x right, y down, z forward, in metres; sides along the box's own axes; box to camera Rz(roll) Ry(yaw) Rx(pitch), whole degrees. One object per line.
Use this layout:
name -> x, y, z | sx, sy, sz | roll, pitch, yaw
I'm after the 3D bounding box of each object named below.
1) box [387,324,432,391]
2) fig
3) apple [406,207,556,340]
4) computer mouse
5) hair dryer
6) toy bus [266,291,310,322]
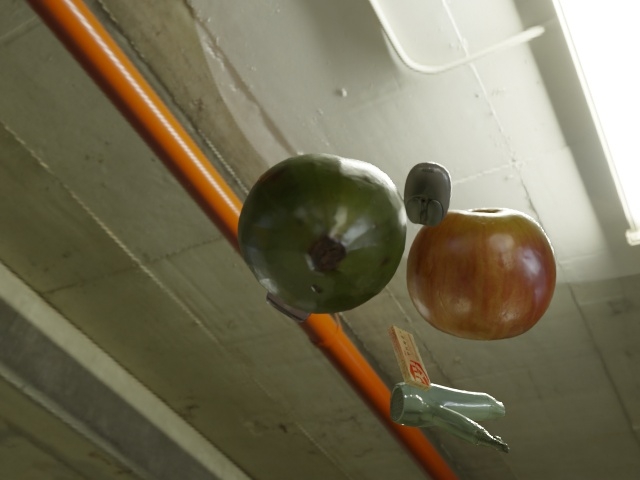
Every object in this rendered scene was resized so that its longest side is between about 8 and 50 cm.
box -> 0.131, 0.173, 0.969 | 0.015, 0.093, 0.058 | -35, -41, 22
fig -> 0.000, 0.000, 0.756 | 0.203, 0.225, 0.203 | 1, -75, 2
apple -> 0.300, 0.055, 1.231 | 0.286, 0.286, 0.233 | 1, -79, 11
computer mouse -> 0.147, -0.061, 0.906 | 0.066, 0.039, 0.096 | 11, -65, 14
hair dryer -> 0.244, 0.288, 1.042 | 0.206, 0.075, 0.237 | 8, 2, -19
toy bus -> -0.012, 0.046, 1.207 | 0.096, 0.199, 0.108 | 33, -35, -1
